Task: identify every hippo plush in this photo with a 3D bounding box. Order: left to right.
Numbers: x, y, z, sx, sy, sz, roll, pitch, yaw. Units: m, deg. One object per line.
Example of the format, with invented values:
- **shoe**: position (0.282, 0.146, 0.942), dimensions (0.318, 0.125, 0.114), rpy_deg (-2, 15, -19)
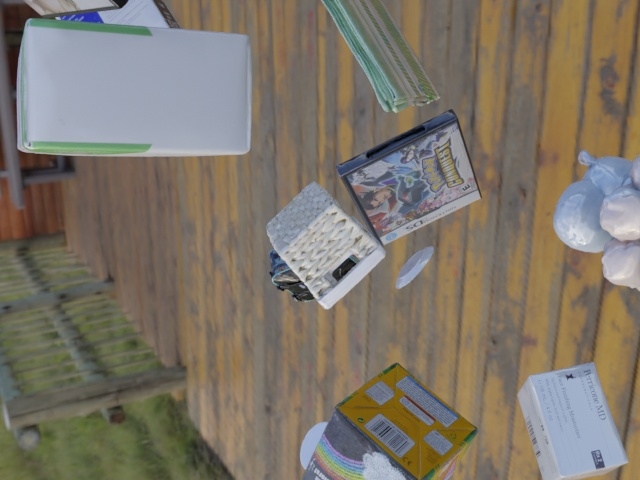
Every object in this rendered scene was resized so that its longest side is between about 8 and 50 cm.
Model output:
- **hippo plush**: position (0.485, -0.076, 1.264), dimensions (0.234, 0.294, 0.236), rpy_deg (45, 174, -35)

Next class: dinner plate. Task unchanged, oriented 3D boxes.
- **dinner plate**: position (0.233, 0.064, 2.023), dimensions (0.017, 0.141, 0.141), rpy_deg (40, 148, -8)

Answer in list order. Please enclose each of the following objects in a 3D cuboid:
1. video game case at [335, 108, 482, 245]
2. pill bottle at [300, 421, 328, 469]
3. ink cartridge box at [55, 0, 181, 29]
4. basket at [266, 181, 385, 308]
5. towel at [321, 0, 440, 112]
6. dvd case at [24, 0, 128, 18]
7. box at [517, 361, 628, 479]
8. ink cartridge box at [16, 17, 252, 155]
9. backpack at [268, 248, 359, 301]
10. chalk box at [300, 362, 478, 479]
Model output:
- **video game case**: position (0.188, -0.116, 1.627), dimensions (0.275, 0.248, 0.035), rpy_deg (57, -171, -53)
- **pill bottle**: position (0.069, 0.436, 1.563), dimensions (0.119, 0.208, 0.119), rpy_deg (-36, 36, 32)
- **ink cartridge box**: position (-0.326, -0.345, 1.324), dimensions (0.165, 0.065, 0.332), rpy_deg (-34, 84, 18)
- **basket**: position (0.000, 0.000, 1.092), dimensions (0.103, 0.113, 0.167), rpy_deg (46, -178, -18)
- **towel**: position (0.095, -0.320, 1.305), dimensions (0.038, 0.325, 0.247), rpy_deg (-30, 90, 22)
- **dvd case**: position (-0.326, -0.314, 0.871), dimensions (0.253, 0.180, 0.022), rpy_deg (16, 70, 52)
- **box**: position (0.444, 0.332, 1.434), dimensions (0.182, 0.119, 0.180), rpy_deg (75, -179, -67)
- **ink cartridge box**: position (-0.164, -0.115, 0.658), dimensions (0.219, 0.160, 0.092), rpy_deg (-164, 74, -67)
- **backpack**: position (-0.005, 0.043, 1.839), dimensions (0.188, 0.166, 0.144), rpy_deg (-19, 53, 26)
- **chalk box**: position (0.093, 0.383, 1.308), dimensions (0.180, 0.179, 0.288), rpy_deg (38, 129, 23)
